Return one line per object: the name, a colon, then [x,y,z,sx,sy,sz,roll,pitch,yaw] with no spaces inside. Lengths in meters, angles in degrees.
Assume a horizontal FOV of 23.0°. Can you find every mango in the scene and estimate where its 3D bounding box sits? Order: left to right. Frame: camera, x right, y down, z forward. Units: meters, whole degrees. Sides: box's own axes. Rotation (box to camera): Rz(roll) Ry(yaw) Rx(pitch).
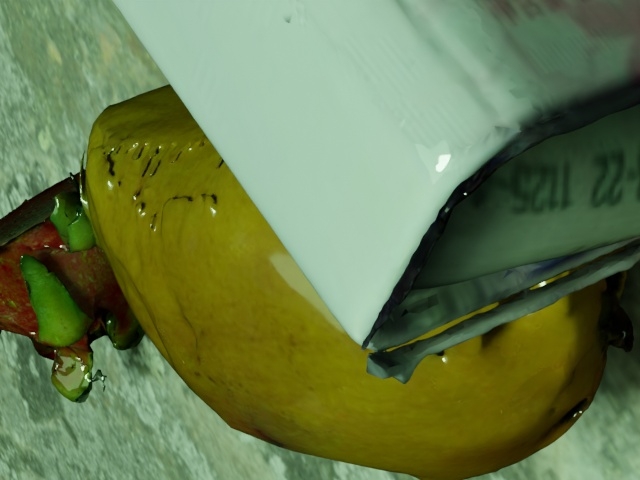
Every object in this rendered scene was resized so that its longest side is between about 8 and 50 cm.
mango: [0.000,0.000,0.590,0.248,0.151,0.156,30,166,42]

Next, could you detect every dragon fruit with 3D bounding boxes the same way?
dragon fruit: [-0.141,0.014,0.870,0.142,0.138,0.175,-113,0,-50]

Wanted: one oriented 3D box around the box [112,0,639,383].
box: [0.000,-0.145,0.471,0.370,0.190,0.112,56,147,22]
